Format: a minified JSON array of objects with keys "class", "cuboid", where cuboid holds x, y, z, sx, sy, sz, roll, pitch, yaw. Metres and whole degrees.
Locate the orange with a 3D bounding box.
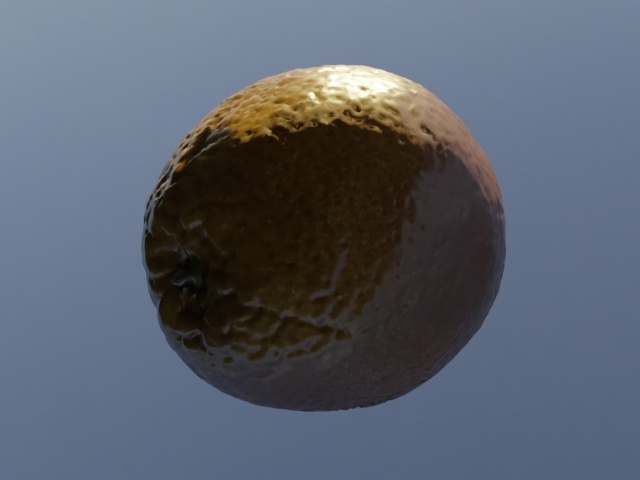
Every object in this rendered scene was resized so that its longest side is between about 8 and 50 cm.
[{"class":"orange","cuboid":[0.000,0.000,1.252,0.322,0.357,0.322,12,-73,44]}]
